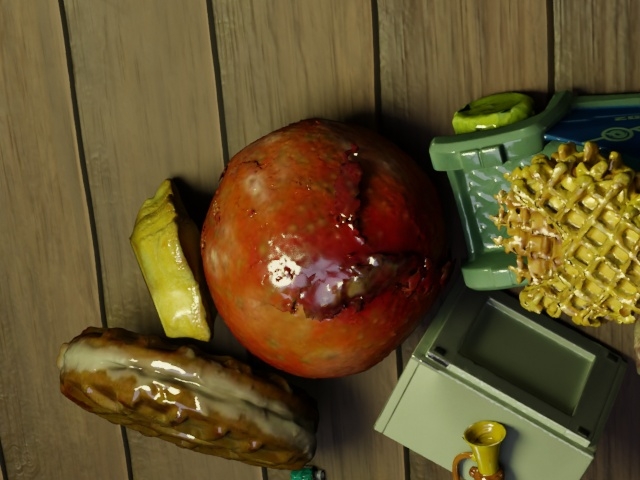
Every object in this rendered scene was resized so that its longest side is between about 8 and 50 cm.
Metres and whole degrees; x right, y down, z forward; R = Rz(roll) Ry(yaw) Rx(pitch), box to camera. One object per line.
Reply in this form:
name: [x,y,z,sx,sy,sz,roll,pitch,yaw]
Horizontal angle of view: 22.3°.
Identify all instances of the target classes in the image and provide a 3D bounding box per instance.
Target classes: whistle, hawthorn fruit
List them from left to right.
hawthorn fruit: [0.003,0.016,1.826,0.316,0.316,0.316,8,116,17]
whistle: [0.170,0.249,1.747,0.057,0.046,0.109,0,121,5]

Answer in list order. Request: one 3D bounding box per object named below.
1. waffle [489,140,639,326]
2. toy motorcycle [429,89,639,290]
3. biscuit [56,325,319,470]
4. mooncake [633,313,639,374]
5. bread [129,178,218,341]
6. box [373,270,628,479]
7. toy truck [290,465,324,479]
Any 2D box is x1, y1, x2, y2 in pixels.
waffle: [0.263,0.000,1.623,0.197,0.070,0.193,-24,100,40]
toy motorcycle: [0.289,-0.060,1.733,0.326,0.200,0.191,-9,109,26]
biscuit: [-0.155,0.193,1.964,0.332,0.332,0.103,15,76,14]
mooncake: [0.389,0.089,1.804,0.073,0.125,0.130,17,115,18]
bread: [-0.174,0.027,1.927,0.088,0.233,0.160,-25,107,-3]
box: [0.213,0.170,1.849,0.225,0.225,0.117,29,121,6]
toy truck: [-0.017,0.332,2.114,0.039,0.044,0.083,1,113,23]
